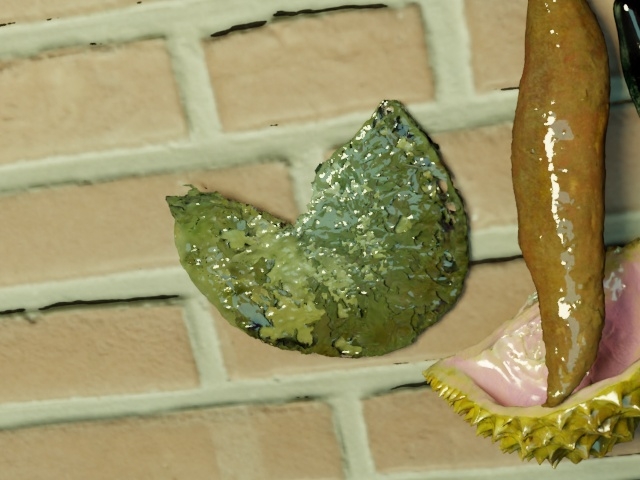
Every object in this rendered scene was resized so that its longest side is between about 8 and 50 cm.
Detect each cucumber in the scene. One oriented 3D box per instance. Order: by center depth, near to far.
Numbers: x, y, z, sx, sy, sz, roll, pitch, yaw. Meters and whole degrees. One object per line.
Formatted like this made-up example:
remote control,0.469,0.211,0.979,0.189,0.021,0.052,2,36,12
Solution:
cucumber,0.228,-0.107,0.750,0.043,0.039,0.163,-31,109,-4

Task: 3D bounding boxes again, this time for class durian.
durian,0.184,0.091,0.804,0.182,0.165,0.132,-23,75,-15

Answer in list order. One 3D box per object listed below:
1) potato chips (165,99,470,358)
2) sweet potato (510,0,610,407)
potato chips,0.000,0.002,0.828,0.219,0.029,0.202,-7,114,7
sweet potato,0.158,-0.046,0.744,0.066,0.072,0.314,0,93,-14
